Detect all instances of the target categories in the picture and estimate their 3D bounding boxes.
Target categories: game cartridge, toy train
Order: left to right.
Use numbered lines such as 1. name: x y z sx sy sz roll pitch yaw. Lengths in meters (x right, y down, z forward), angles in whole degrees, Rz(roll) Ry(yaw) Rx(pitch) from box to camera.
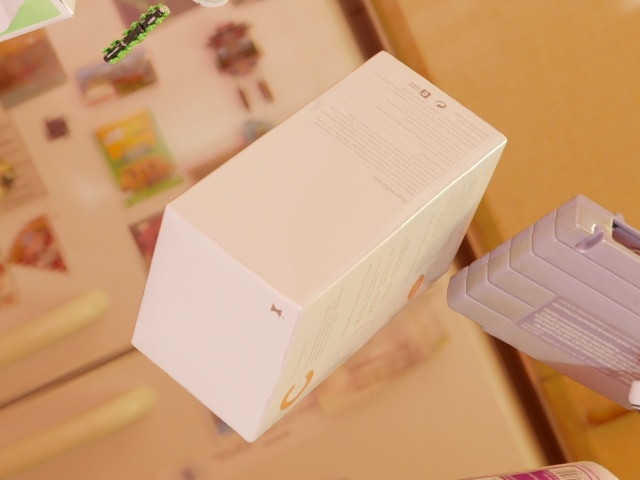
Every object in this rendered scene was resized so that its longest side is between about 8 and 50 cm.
1. toy train: -0.164 -0.185 1.471 0.083 0.017 0.023 -35 -3 33
2. game cartridge: 0.346 0.088 1.878 0.230 0.355 0.068 -32 37 47

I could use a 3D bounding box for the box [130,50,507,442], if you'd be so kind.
1. box: 0.000 0.000 1.640 0.345 0.168 0.215 -39 -21 -40

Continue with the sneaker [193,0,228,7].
1. sneaker: -0.078 -0.360 1.861 0.208 0.081 0.094 -62 4 -8

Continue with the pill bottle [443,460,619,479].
1. pill bottle: 0.157 0.318 1.633 0.301 0.169 0.169 -4 -2 -25

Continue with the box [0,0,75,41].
1. box: -0.323 -0.255 1.304 0.262 0.127 0.231 -16 47 18

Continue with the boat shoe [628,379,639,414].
1. boat shoe: 0.458 0.241 1.828 0.108 0.301 0.102 8 75 62
